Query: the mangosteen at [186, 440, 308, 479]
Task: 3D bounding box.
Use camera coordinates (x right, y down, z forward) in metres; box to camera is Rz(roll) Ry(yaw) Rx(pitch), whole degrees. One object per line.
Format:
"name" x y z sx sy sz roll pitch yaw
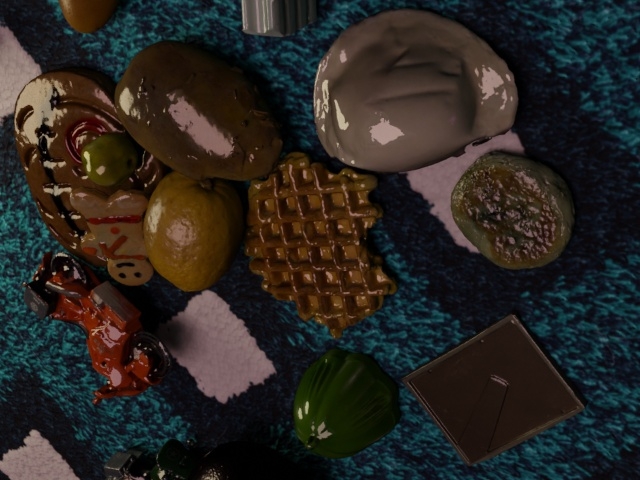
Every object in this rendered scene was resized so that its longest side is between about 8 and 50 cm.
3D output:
"mangosteen" -0.143 0.503 2.078 0.233 0.288 0.287 52 135 32

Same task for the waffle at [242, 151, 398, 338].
"waffle" -0.002 0.008 1.862 0.282 0.058 0.300 22 124 20

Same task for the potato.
"potato" -0.190 -0.195 1.814 0.296 0.141 0.191 27 111 13

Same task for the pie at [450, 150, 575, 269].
"pie" 0.273 -0.040 1.671 0.187 0.041 0.187 16 123 26

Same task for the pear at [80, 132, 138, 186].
"pear" -0.348 -0.133 1.925 0.097 0.092 0.092 22 125 29

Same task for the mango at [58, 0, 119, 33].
"mango" -0.366 -0.436 1.818 0.138 0.113 0.253 27 134 13

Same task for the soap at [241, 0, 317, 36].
"soap" -0.060 -0.393 1.640 0.066 0.119 0.198 15 122 28

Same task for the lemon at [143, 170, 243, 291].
"lemon" -0.209 -0.019 1.907 0.170 0.170 0.207 27 119 18

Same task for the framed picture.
"framed picture" 0.269 0.240 1.838 0.189 0.023 0.260 51 130 -1

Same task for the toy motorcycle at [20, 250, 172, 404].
"toy motorcycle" -0.410 0.169 2.156 0.326 0.148 0.221 42 132 13

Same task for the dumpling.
"dumpling" 0.123 -0.210 1.624 0.175 0.243 0.226 -179 79 -75

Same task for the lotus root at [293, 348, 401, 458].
"lotus root" 0.019 0.295 1.934 0.186 0.186 0.186 15 122 25

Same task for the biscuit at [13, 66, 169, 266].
"biscuit" -0.398 -0.122 2.041 0.314 0.063 0.367 2 115 33

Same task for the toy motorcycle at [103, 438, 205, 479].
"toy motorcycle" -0.313 0.464 2.269 0.275 0.125 0.187 0 124 33

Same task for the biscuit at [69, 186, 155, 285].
"biscuit" -0.340 -0.003 2.004 0.153 0.030 0.234 2 137 5
